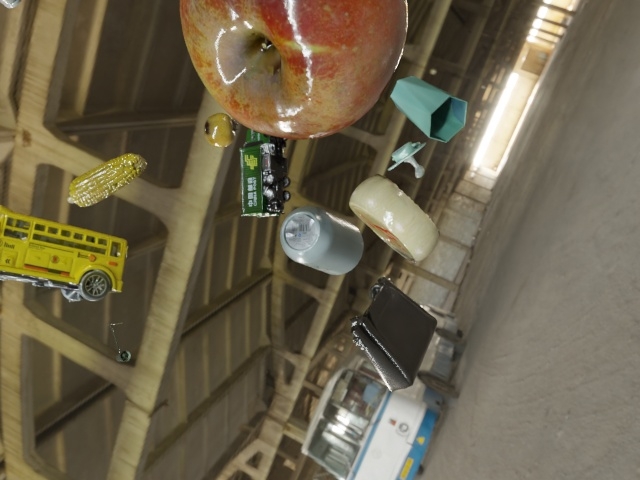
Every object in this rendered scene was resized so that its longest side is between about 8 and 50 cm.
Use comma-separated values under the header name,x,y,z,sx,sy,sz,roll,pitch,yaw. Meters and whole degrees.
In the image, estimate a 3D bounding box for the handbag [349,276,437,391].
name,x,y,z,sx,sy,sz,roll,pitch,yaw
handbag,0.212,0.270,1.654,0.113,0.257,0.285,-32,14,44

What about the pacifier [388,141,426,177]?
name,x,y,z,sx,sy,sz,roll,pitch,yaw
pacifier,0.295,-0.257,1.802,0.150,0.117,0.127,-36,7,28

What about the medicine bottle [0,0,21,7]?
name,x,y,z,sx,sy,sz,roll,pitch,yaw
medicine bottle,-0.784,-0.622,1.358,0.058,0.058,0.091,-64,-26,-10

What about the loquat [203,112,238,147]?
name,x,y,z,sx,sy,sz,roll,pitch,yaw
loquat,-0.441,-0.485,2.441,0.163,0.163,0.137,-62,-22,-15

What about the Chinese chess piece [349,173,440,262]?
name,x,y,z,sx,sy,sz,roll,pitch,yaw
Chinese chess piece,0.187,-0.055,1.404,0.103,0.249,0.250,-47,-14,-3

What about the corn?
name,x,y,z,sx,sy,sz,roll,pitch,yaw
corn,-0.639,-0.180,1.653,0.261,0.097,0.097,-28,-14,2

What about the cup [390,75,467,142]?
name,x,y,z,sx,sy,sz,roll,pitch,yaw
cup,0.317,-0.412,1.697,0.148,0.236,0.134,9,-63,-39

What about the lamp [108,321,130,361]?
name,x,y,z,sx,sy,sz,roll,pitch,yaw
lamp,-0.598,0.302,1.643,0.041,0.054,0.122,-5,-103,-47

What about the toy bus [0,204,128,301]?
name,x,y,z,sx,sy,sz,roll,pitch,yaw
toy bus,-0.559,0.027,1.081,0.330,0.144,0.152,17,-106,-38

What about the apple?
name,x,y,z,sx,sy,sz,roll,pitch,yaw
apple,-0.037,-0.336,0.842,0.277,0.348,0.349,-55,-16,-44

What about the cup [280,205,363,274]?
name,x,y,z,sx,sy,sz,roll,pitch,yaw
cup,0.000,0.000,1.931,0.312,0.205,0.206,22,-87,-62

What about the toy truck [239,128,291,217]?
name,x,y,z,sx,sy,sz,roll,pitch,yaw
toy truck,-0.152,-0.198,1.531,0.088,0.121,0.259,4,-97,-56
